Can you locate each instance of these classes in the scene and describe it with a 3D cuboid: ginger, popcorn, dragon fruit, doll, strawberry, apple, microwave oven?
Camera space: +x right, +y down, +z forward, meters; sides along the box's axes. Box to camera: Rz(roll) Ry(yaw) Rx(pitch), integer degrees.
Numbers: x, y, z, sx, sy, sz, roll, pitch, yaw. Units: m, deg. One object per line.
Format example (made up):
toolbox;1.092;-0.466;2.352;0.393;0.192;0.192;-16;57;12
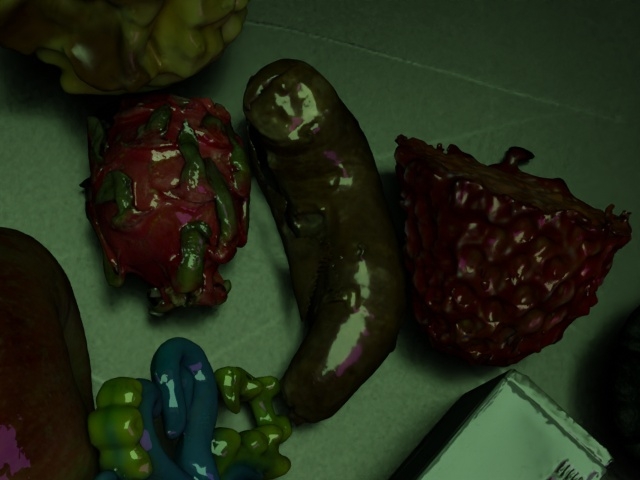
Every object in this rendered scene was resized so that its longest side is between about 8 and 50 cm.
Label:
ginger;0.007;-0.005;1.688;0.133;0.107;0.309;-10;85;-54
popcorn;-0.189;-0.268;1.672;0.265;0.225;0.332;10;56;-17
dragon fruit;-0.134;-0.029;1.662;0.160;0.166;0.172;18;61;-43
doll;-0.080;0.248;1.554;0.098;0.341;0.346;-8;66;25
strawberry;0.143;0.014;1.683;0.234;0.234;0.178;20;100;-3
apple;-0.312;0.142;1.537;0.301;0.301;0.301;1;80;-7
microwave oven;0.141;0.209;1.621;0.129;0.205;0.163;41;79;2

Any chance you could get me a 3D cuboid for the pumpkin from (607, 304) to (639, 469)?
pumpkin;0.358;0.126;1.687;0.220;0.162;0.220;0;89;-1
